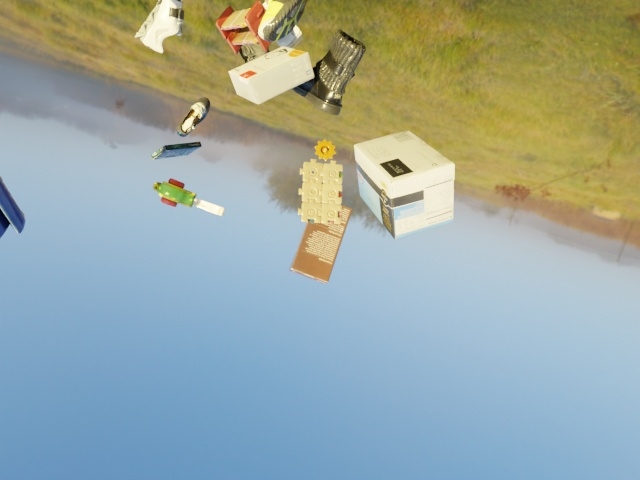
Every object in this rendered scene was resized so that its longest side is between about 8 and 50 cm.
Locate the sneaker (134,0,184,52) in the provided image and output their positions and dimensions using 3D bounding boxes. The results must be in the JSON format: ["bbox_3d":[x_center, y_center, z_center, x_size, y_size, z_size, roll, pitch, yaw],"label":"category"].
[{"bbox_3d":[-0.618,-0.935,1.832,0.146,0.331,0.122,33,-166,-28],"label":"sneaker"}]

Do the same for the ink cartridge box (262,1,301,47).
[{"bbox_3d":[-0.185,-0.974,2.012,0.197,0.114,0.273,45,-167,-15],"label":"ink cartridge box"}]

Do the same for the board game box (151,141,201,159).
[{"bbox_3d":[-0.641,-0.401,1.966,0.126,0.026,0.186,-15,-176,41],"label":"board game box"}]

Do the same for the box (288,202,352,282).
[{"bbox_3d":[0.000,0.000,2.138,0.190,0.382,0.143,21,167,-7],"label":"box"}]

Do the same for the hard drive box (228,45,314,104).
[{"bbox_3d":[-0.168,-0.572,1.517,0.232,0.089,0.181,-33,-139,-17],"label":"hard drive box"}]

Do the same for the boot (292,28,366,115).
[{"bbox_3d":[0.019,-0.642,1.609,0.131,0.260,0.348,-4,-142,-37],"label":"boot"}]

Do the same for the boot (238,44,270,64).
[{"bbox_3d":[-0.293,-0.868,2.168,0.083,0.161,0.247,2,137,49],"label":"boot"}]

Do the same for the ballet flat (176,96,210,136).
[{"bbox_3d":[-0.525,-0.517,1.838,0.074,0.203,0.074,34,171,6],"label":"ballet flat"}]

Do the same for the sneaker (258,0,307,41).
[{"bbox_3d":[-0.118,-0.875,1.555,0.147,0.385,0.145,32,173,-2],"label":"sneaker"}]

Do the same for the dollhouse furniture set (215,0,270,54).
[{"bbox_3d":[-0.233,-0.960,1.813,0.201,0.374,0.152,17,159,39],"label":"dollhouse furniture set"}]

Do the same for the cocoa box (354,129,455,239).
[{"bbox_3d":[0.287,-0.205,1.553,0.231,0.228,0.347,-17,-145,-8],"label":"cocoa box"}]

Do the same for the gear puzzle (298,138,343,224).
[{"bbox_3d":[0.002,-0.232,1.742,0.175,0.340,0.044,3,176,-8],"label":"gear puzzle"}]

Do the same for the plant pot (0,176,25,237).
[{"bbox_3d":[-0.928,-0.103,1.128,0.235,0.236,0.212,37,-125,27],"label":"plant pot"}]

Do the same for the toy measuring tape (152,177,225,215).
[{"bbox_3d":[-0.561,-0.178,1.831,0.329,0.122,0.121,21,-166,12],"label":"toy measuring tape"}]
